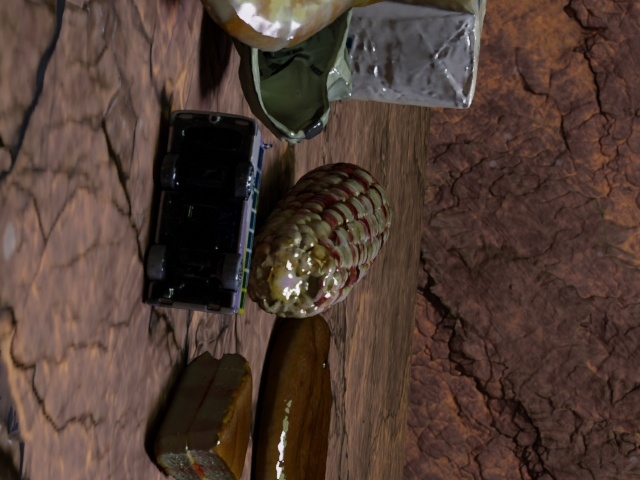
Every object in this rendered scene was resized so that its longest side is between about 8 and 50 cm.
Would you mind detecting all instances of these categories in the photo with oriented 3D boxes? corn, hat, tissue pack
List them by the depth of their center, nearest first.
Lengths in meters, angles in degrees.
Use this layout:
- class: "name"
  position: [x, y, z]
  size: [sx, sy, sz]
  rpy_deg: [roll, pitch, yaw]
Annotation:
- class: "hat"
  position: [-0.031, -0.148, 0.942]
  size: [0.122, 0.081, 0.166]
  rpy_deg: [-38, 118, -46]
- class: "corn"
  position: [0.000, 0.000, 1.166]
  size: [0.253, 0.086, 0.086]
  rpy_deg: [-51, 145, -75]
- class: "tissue pack"
  position: [0.047, -0.172, 1.176]
  size: [0.196, 0.148, 0.092]
  rpy_deg: [-72, 168, -60]

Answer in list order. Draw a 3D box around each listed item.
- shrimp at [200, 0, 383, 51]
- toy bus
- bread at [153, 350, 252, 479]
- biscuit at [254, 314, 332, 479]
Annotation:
- class: "shrimp"
  position: [0.007, -0.205, 0.890]
  size: [0.296, 0.058, 0.169]
  rpy_deg: [-29, 112, -52]
- class: "toy bus"
  position: [-0.058, -0.013, 0.841]
  size: [0.058, 0.052, 0.102]
  rpy_deg: [47, 50, -83]
- class: "bread"
  position: [-0.063, 0.110, 0.901]
  size: [0.109, 0.043, 0.062]
  rpy_deg: [-73, 163, -65]
- class: "biscuit"
  position: [-0.019, 0.157, 1.295]
  size: [0.212, 0.036, 0.212]
  rpy_deg: [4, 90, -82]
